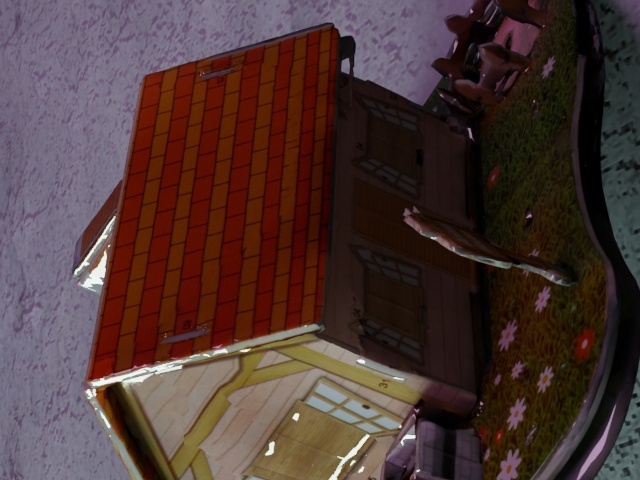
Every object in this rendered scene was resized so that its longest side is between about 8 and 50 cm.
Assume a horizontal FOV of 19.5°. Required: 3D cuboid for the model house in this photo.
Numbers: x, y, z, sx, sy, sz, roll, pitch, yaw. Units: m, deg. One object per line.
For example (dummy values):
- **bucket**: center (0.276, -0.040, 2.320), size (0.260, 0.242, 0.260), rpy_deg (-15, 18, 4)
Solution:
- **model house**: center (0.000, 0.000, 0.735), size (0.207, 0.154, 0.294), rpy_deg (-56, 20, 36)
